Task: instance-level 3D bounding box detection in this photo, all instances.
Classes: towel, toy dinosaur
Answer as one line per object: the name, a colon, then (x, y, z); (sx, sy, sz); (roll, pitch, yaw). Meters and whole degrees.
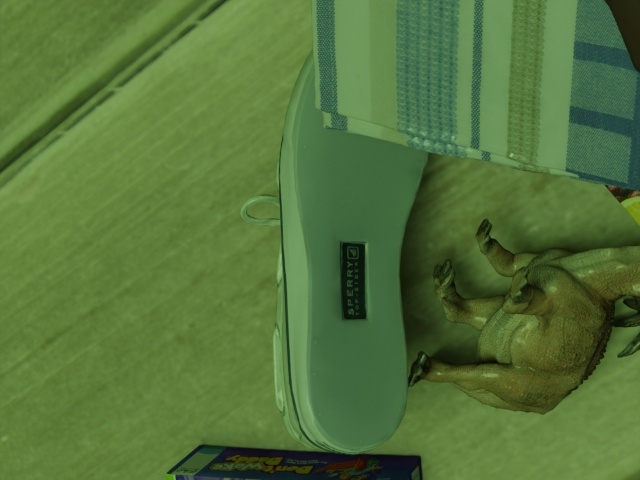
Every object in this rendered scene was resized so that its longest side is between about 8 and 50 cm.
towel: (0.120, -0.152, 1.272); (0.285, 0.034, 0.209); (14, 128, 24)
toy dinosaur: (0.201, 0.083, 1.413); (0.200, 0.127, 0.295); (26, 133, -18)

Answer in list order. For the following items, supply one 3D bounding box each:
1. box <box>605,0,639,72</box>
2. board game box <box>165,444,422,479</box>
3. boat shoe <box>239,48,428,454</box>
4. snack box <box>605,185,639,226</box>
box: (0.346, -0.261, 1.033); (0.381, 0.191, 0.143); (-41, 47, -5)
board game box: (-0.009, 0.377, 1.604); (0.233, 0.078, 0.347); (0, 105, 24)
boat shoe: (0.008, 0.002, 1.457); (0.156, 0.136, 0.367); (165, 106, -64)
snack box: (0.312, -0.073, 1.282); (0.174, 0.070, 0.207); (-40, 90, 32)
